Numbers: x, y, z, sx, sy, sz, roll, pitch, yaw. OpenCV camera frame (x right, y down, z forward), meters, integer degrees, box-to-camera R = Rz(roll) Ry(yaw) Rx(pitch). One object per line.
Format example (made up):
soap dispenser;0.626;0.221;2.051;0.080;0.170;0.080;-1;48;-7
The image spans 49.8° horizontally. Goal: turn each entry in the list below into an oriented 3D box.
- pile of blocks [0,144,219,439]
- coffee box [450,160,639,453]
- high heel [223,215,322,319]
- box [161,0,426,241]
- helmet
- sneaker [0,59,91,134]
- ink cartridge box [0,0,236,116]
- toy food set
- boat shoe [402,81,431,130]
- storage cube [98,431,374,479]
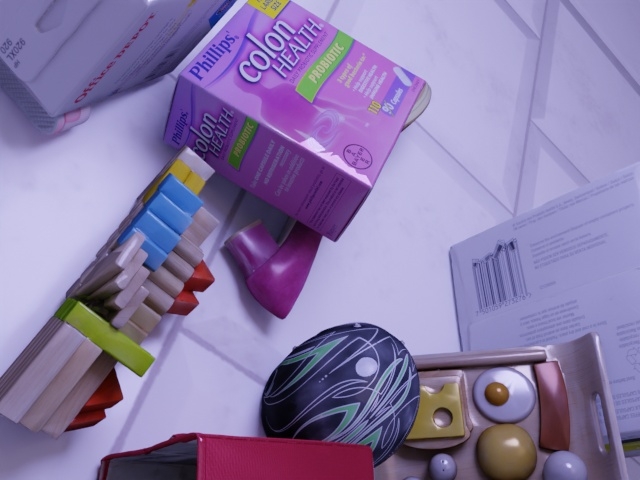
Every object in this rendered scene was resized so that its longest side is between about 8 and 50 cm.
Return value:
pile of blocks;-0.162;0.044;0.669;0.112;0.149;0.362;42;48;-19
coffee box;0.443;0.141;1.034;0.334;0.337;0.338;16;60;-37
high heel;0.000;0.000;0.876;0.244;0.082;0.117;-30;84;-41
box;-0.027;-0.159;0.837;0.243;0.117;0.213;30;52;-1
helmet;0.028;0.177;0.768;0.169;0.161;0.169;19;59;-35
sneaker;-0.294;-0.173;0.726;0.134;0.051;0.070;55;31;1
ink cartridge box;-0.216;-0.266;0.706;0.168;0.171;0.233;50;30;-7
toy food set;0.200;0.231;0.840;0.092;0.306;0.220;71;15;-65
boat shoe;0.074;-0.186;1.021;0.089;0.104;0.285;53;47;-12
storage cube;-0.076;0.284;0.610;0.193;0.183;0.215;16;60;-38
